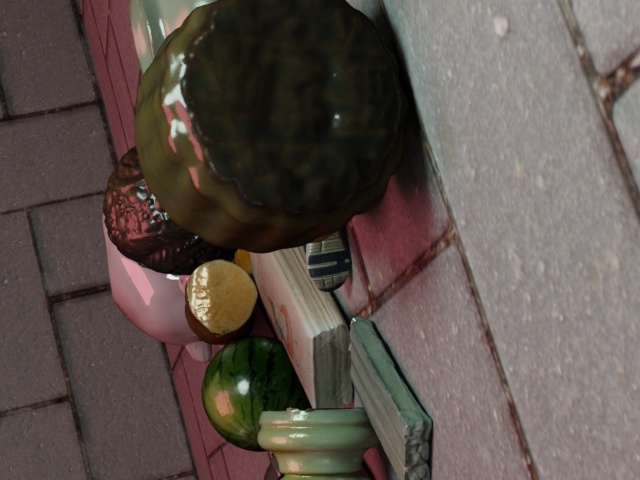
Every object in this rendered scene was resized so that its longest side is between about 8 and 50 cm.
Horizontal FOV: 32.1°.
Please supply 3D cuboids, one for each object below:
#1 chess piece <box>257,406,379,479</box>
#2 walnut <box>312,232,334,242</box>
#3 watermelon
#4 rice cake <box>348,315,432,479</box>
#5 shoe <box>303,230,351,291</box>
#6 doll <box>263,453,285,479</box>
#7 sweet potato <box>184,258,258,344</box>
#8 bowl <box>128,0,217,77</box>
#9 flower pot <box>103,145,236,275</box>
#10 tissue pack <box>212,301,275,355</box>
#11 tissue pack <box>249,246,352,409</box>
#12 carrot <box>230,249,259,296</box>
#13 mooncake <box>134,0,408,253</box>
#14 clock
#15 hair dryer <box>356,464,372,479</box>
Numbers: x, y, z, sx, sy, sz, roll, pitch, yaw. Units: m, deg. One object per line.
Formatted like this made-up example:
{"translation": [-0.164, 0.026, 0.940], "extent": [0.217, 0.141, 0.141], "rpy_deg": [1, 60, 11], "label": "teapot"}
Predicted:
{"translation": [0.002, 0.376, 1.519], "extent": [0.176, 0.176, 0.298], "rpy_deg": [149, 119, -74], "label": "chess piece"}
{"translation": [-0.024, -0.094, 1.374], "extent": [0.159, 0.159, 0.206], "rpy_deg": [105, 156, -59], "label": "walnut"}
{"translation": [-0.104, 0.246, 1.860], "extent": [0.214, 0.188, 0.188], "rpy_deg": [-91, 2, -48], "label": "watermelon"}
{"translation": [0.084, 0.203, 1.433], "extent": [0.211, 0.038, 0.124], "rpy_deg": [-123, 25, -52], "label": "rice cake"}
{"translation": [0.000, 0.000, 1.522], "extent": [0.071, 0.064, 0.142], "rpy_deg": [-171, 71, -72], "label": "shoe"}
{"translation": [-0.025, 0.429, 1.839], "extent": [0.182, 0.117, 0.257], "rpy_deg": [59, 171, -12], "label": "doll"}
{"translation": [-0.176, 0.126, 1.945], "extent": [0.336, 0.131, 0.131], "rpy_deg": [112, 143, -75], "label": "sweet potato"}
{"translation": [-0.180, -0.314, 1.678], "extent": [0.354, 0.185, 0.353], "rpy_deg": [168, 90, -75], "label": "bowl"}
{"translation": [-0.240, -0.117, 1.964], "extent": [0.267, 0.267, 0.266], "rpy_deg": [110, 146, -44], "label": "flower pot"}
{"translation": [-0.132, 0.227, 2.102], "extent": [0.246, 0.093, 0.148], "rpy_deg": [-119, 23, -46], "label": "tissue pack"}
{"translation": [-0.038, 0.096, 1.712], "extent": [0.325, 0.071, 0.170], "rpy_deg": [-120, 20, -48], "label": "tissue pack"}
{"translation": [-0.140, 0.071, 2.034], "extent": [0.193, 0.087, 0.087], "rpy_deg": [132, 124, -67], "label": "carrot"}
{"translation": [-0.046, -0.133, 1.185], "extent": [0.161, 0.290, 0.290], "rpy_deg": [159, 98, -67], "label": "mooncake"}
{"translation": [-0.321, 0.051, 2.334], "extent": [0.376, 0.251, 0.368], "rpy_deg": [-118, 22, -45], "label": "clock"}
{"translation": [0.061, 0.386, 1.674], "extent": [0.063, 0.037, 0.114], "rpy_deg": [-129, 23, -56], "label": "hair dryer"}
